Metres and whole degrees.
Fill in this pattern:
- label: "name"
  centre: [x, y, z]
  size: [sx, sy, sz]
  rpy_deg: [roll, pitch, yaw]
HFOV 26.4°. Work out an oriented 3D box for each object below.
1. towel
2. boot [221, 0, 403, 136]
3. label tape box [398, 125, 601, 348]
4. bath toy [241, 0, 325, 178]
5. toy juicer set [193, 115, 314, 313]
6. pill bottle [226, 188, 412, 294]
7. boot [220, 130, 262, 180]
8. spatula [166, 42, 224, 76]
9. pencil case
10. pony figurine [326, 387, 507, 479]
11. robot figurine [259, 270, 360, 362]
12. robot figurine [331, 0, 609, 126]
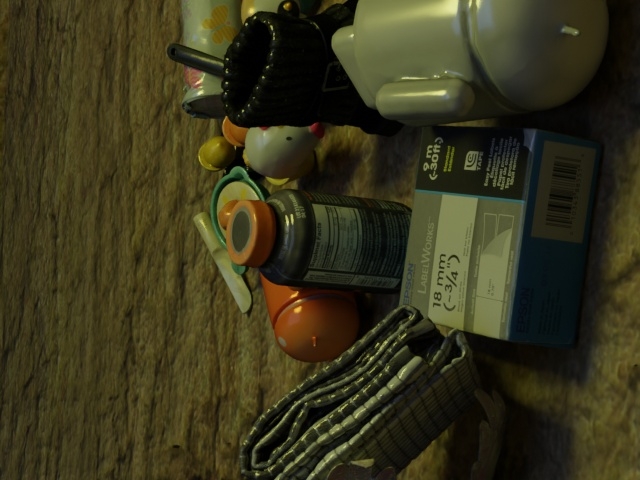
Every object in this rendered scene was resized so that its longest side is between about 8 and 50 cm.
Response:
- label: "towel"
  centre: [0.049, 0.200, 1.591]
  size: [0.284, 0.235, 0.121]
  rpy_deg: [-42, 70, -3]
- label: "boot"
  centre: [0.028, -0.295, 1.810]
  size: [0.131, 0.260, 0.348]
  rpy_deg: [48, 126, 52]
- label: "label tape box"
  centre: [0.179, -0.014, 1.655]
  size: [0.334, 0.106, 0.240]
  rpy_deg: [10, 93, 60]
- label: "bath toy"
  centre: [-0.053, -0.260, 2.028]
  size: [0.129, 0.151, 0.348]
  rpy_deg: [-24, 54, 38]
- label: "toy juicer set"
  centre: [-0.147, -0.062, 2.189]
  size: [0.209, 0.089, 0.329]
  rpy_deg: [44, 127, 29]
- label: "pill bottle"
  centre: [0.000, 0.000, 1.821]
  size: [0.130, 0.246, 0.130]
  rpy_deg: [-18, 69, 58]
- label: "boot"
  centre: [-0.134, -0.145, 2.283]
  size: [0.121, 0.045, 0.099]
  rpy_deg: [-21, 65, 59]
- label: "spatula"
  centre: [-0.137, -0.268, 2.201]
  size: [0.296, 0.030, 0.084]
  rpy_deg: [23, 108, 33]
- label: "pencil case"
  centre: [-0.184, -0.344, 2.336]
  size: [0.124, 0.114, 0.273]
  rpy_deg: [145, 125, -67]
- label: "pony figurine"
  centre: [0.136, 0.388, 1.541]
  size: [0.363, 0.303, 0.351]
  rpy_deg: [41, 129, 38]
- label: "robot figurine"
  centre: [-0.016, 0.080, 1.947]
  size: [0.158, 0.128, 0.219]
  rpy_deg: [-59, 36, 43]
- label: "robot figurine"
  centre: [0.180, -0.239, 1.567]
  size: [0.353, 0.199, 0.300]
  rpy_deg: [-3, 43, 46]
